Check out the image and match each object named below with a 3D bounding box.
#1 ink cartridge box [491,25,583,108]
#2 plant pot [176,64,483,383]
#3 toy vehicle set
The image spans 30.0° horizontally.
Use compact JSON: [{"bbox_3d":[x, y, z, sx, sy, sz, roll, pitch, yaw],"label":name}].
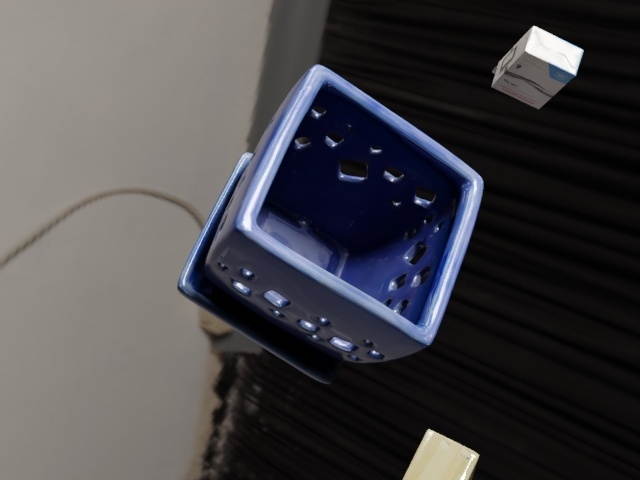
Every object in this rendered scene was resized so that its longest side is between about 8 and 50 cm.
[{"bbox_3d":[0.177,-0.140,1.003,0.048,0.083,0.028,24,66,-8],"label":"ink cartridge box"},{"bbox_3d":[0.000,0.000,1.258,0.236,0.212,0.236,33,53,-15],"label":"plant pot"},{"bbox_3d":[0.042,0.255,0.793,0.166,0.035,0.267,-59,164,-30],"label":"toy vehicle set"}]
